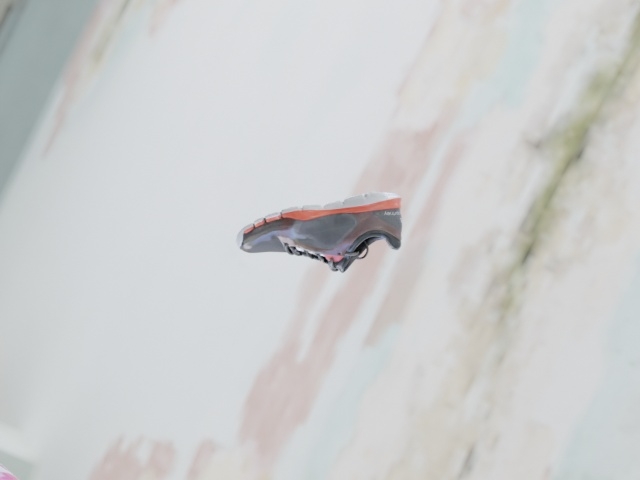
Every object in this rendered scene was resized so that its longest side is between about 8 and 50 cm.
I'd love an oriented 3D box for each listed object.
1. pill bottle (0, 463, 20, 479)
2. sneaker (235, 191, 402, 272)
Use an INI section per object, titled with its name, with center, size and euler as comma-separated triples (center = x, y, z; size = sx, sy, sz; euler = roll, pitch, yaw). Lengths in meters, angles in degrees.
[pill bottle]
center = -0.429, 0.233, 1.899
size = 0.160, 0.283, 0.160
euler = -40, 151, -28
[sneaker]
center = 0.000, 0.000, 1.717
size = 0.061, 0.158, 0.064
euler = 7, 72, -73
